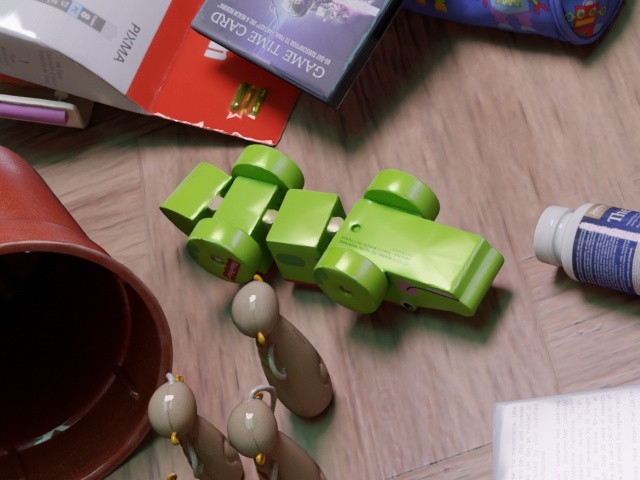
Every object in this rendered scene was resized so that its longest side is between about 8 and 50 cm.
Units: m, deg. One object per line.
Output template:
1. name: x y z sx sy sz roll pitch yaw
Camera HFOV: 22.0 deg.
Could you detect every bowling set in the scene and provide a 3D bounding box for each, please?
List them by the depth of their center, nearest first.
1. bowling set: -0.092 0.191 1.289 0.200 0.154 0.287 -18 47 11

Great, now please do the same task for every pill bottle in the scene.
1. pill bottle: 0.238 0.006 1.340 0.120 0.067 0.067 14 60 34

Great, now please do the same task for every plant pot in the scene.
1. plant pot: -0.298 0.056 1.447 0.272 0.272 0.265 -34 38 -3

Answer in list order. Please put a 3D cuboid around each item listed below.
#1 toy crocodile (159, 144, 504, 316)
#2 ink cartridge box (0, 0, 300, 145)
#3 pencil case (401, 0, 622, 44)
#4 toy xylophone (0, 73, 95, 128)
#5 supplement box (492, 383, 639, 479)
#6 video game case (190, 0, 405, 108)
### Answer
1. toy crocodile: 0.000 0.000 1.450 0.341 0.105 0.115 13 59 28
2. ink cartridge box: -0.178 -0.282 1.675 0.385 0.091 0.308 16 60 9
3. pencil case: 0.140 -0.276 1.579 0.306 0.133 0.119 18 44 35
4. toy xylophone: -0.310 -0.247 1.752 0.236 0.081 0.322 1 60 -1
5. supplement box: 0.240 0.174 1.170 0.220 0.111 0.114 -10 49 18
6. video game case: 0.015 -0.281 1.567 0.196 0.026 0.274 32 91 35
